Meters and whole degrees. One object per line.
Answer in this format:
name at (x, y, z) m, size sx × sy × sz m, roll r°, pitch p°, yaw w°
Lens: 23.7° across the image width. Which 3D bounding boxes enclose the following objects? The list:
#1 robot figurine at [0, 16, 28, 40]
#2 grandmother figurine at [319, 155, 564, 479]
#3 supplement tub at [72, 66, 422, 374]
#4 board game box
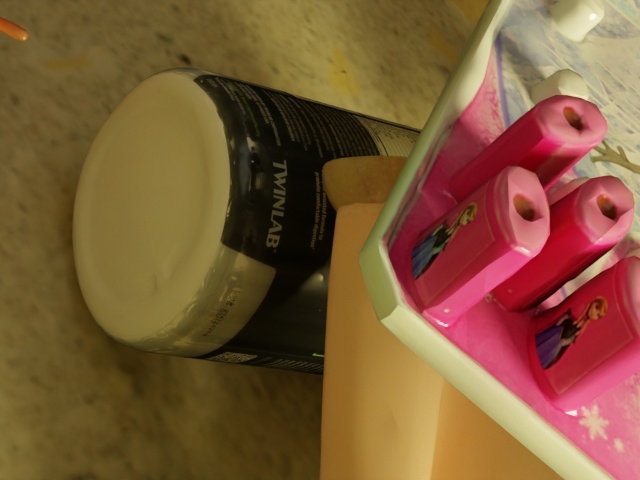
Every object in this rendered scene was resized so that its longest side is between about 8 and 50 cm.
robot figurine at (-0.201, -0.140, 0.551) m, size 0.219 × 0.128 × 0.158 m, roll 56°, pitch 38°, yaw 4°
grandmother figurine at (0.027, 0.143, 0.516) m, size 0.104 × 0.208 × 0.342 m, roll 21°, pitch 71°, yaw -45°
supplement tub at (0.000, 0.000, 0.658) m, size 0.190 × 0.117 × 0.117 m, roll 12°, pitch 53°, yaw -41°
board game box at (0.231, 0.005, 0.547) m, size 0.390 × 0.050 × 0.390 m, roll 40°, pitch 44°, yaw -11°
